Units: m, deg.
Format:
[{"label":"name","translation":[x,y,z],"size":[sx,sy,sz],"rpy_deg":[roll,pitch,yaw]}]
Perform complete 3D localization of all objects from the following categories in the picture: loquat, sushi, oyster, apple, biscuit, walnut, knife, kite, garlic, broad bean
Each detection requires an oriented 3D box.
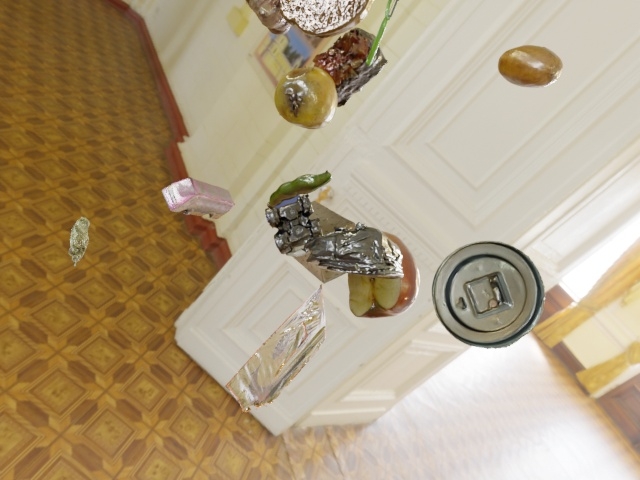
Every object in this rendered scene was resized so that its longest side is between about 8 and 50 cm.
[{"label":"loquat","translation":[-0.048,-0.472,1.463],"size":[0.213,0.213,0.213],"rpy_deg":[35,24,-18]},{"label":"sushi","translation":[0.075,-0.651,1.673],"size":[0.182,0.344,0.196],"rpy_deg":[13,60,-42]},{"label":"oyster","translation":[-0.593,0.006,1.098],"size":[0.037,0.100,0.098],"rpy_deg":[7,29,-21]},{"label":"apple","translation":[0.246,0.147,1.867],"size":[0.295,0.329,0.364],"rpy_deg":[50,28,-61]},{"label":"biscuit","translation":[0.024,-0.843,1.390],"size":[0.074,0.359,0.380],"rpy_deg":[-15,93,-71]},{"label":"walnut","translation":[0.564,-0.476,1.213],"size":[0.116,0.115,0.207],"rpy_deg":[26,12,-36]},{"label":"knife","translation":[0.164,-0.575,1.203],"size":[0.015,0.212,0.054],"rpy_deg":[4,50,-18]},{"label":"kite","translation":[-0.069,0.233,0.950],"size":[0.013,0.327,0.378],"rpy_deg":[33,13,25]},{"label":"garlic","translation":[-0.178,-0.870,1.607],"size":[0.244,0.161,0.245],"rpy_deg":[54,7,-10]},{"label":"broad bean","translation":[-0.077,-0.140,1.227],"size":[0.060,0.298,0.043],"rpy_deg":[33,59,-31]}]

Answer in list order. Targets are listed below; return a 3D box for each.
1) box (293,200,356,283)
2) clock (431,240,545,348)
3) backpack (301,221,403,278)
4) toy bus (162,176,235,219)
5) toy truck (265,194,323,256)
[{"label":"box","translation":[0.000,0.000,1.845],"size":[0.191,0.225,0.297],"rpy_deg":[-25,33,-23]},{"label":"clock","translation":[0.424,0.138,1.142],"size":[0.280,0.280,0.055],"rpy_deg":[44,4,1]},{"label":"backpack","translation":[0.075,0.031,1.135],"size":[0.206,0.259,0.133],"rpy_deg":[23,69,-60]},{"label":"toy bus","translation":[-0.400,-0.139,1.485],"size":[0.090,0.112,0.274],"rpy_deg":[64,14,10]},{"label":"toy truck","translation":[-0.090,-0.048,1.517],"size":[0.177,0.161,0.213],"rpy_deg":[103,-33,-79]}]
